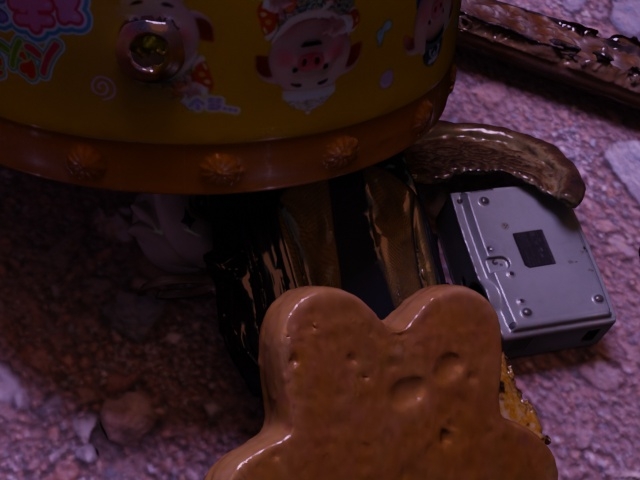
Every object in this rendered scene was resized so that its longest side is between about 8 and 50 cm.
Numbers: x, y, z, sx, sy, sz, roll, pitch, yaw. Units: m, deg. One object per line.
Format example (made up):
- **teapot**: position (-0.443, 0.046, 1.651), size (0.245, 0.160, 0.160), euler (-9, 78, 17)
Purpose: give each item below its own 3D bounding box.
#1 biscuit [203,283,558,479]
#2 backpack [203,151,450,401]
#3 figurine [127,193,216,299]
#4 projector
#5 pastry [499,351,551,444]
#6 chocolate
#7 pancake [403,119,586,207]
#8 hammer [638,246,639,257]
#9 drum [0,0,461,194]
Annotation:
- **biscuit**: position (0.047, 0.205, 0.805), size (0.275, 0.052, 0.355), euler (-3, 87, -27)
- **backpack**: position (0.000, 0.000, 0.908), size (0.206, 0.133, 0.258), euler (-7, 86, -35)
- **figurine**: position (-0.118, -0.022, 0.950), size (0.132, 0.132, 0.154), euler (-1, 73, -14)
- **projector**: position (0.178, 0.022, 1.014), size (0.115, 0.061, 0.147), euler (-8, 61, -16)
- **pastry**: position (0.129, 0.133, 0.938), size (0.080, 0.056, 0.140), euler (-19, 63, -35)
- **chocolate**: position (0.235, -0.184, 1.146), size (0.329, 0.065, 0.102), euler (18, 25, -2)
- **pancake**: position (0.132, -0.066, 1.033), size (0.190, 0.020, 0.184), euler (-13, 35, -23)
- **hammer**: position (0.407, 0.098, 1.045), size (0.058, 0.029, 0.292), euler (-34, 74, -26)
- **drum**: position (-0.096, -0.216, 0.861), size (0.431, 0.214, 0.431), euler (2, 31, -1)
